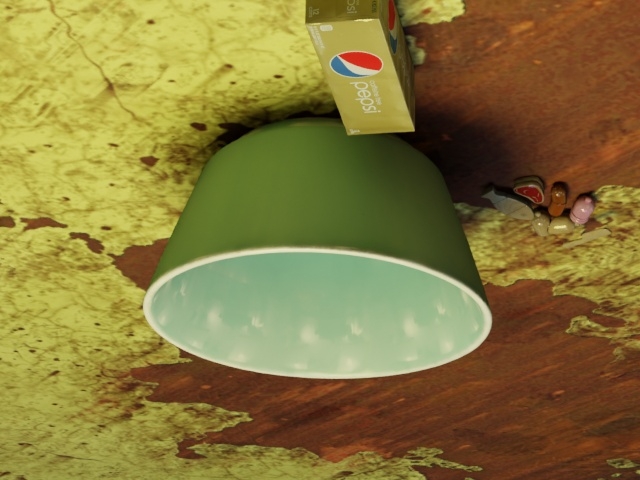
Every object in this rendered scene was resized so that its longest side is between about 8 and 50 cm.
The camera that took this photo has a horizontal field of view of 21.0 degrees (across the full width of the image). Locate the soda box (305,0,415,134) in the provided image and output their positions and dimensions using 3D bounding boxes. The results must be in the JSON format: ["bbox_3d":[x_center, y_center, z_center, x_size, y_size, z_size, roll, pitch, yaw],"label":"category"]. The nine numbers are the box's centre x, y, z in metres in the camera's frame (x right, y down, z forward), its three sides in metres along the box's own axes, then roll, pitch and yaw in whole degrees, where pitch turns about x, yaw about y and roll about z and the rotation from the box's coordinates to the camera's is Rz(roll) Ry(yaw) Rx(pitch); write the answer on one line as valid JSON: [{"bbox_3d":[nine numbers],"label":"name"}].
[{"bbox_3d":[0.033,-0.149,1.345,0.058,0.061,0.181,-3,155,11],"label":"soda box"}]

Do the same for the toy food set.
[{"bbox_3d":[0.219,-0.034,1.641,0.078,0.019,0.122,-21,139,41],"label":"toy food set"}]

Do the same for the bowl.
[{"bbox_3d":[0.000,0.000,1.559,0.311,0.163,0.311,2,155,1],"label":"bowl"}]
